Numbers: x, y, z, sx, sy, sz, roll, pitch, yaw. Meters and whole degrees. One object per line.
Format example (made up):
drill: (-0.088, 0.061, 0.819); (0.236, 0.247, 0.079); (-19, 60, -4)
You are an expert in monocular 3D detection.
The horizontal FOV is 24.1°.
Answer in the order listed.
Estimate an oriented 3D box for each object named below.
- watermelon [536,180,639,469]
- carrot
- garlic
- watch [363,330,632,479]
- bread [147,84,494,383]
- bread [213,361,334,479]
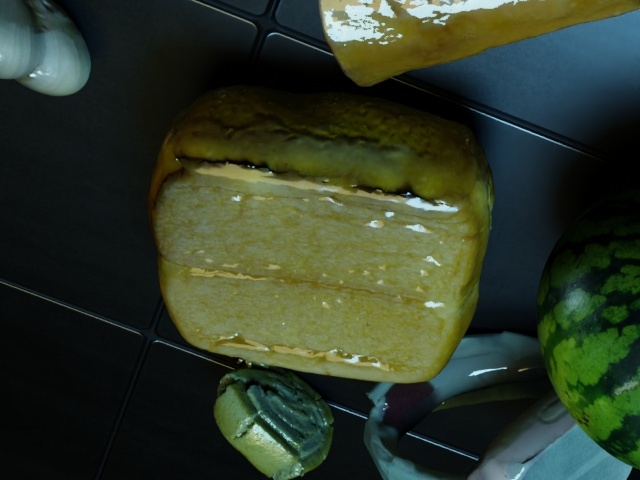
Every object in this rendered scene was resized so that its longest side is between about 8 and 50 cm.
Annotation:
watermelon: (0.342, 0.079, 1.392); (0.285, 0.285, 0.285); (8, 135, 8)
carrot: (0.141, -0.229, 1.223); (0.254, 0.196, 0.196); (-3, 132, 19)
garlic: (-0.290, -0.199, 1.431); (0.174, 0.124, 0.099); (22, 125, -44)
watch: (0.181, 0.201, 1.612); (0.241, 0.253, 0.161); (36, 151, 44)
bread: (0.001, -0.006, 1.512); (0.337, 0.148, 0.328); (7, 139, 7)
bread: (-0.055, 0.206, 1.747); (0.156, 0.117, 0.064); (39, 133, -21)
